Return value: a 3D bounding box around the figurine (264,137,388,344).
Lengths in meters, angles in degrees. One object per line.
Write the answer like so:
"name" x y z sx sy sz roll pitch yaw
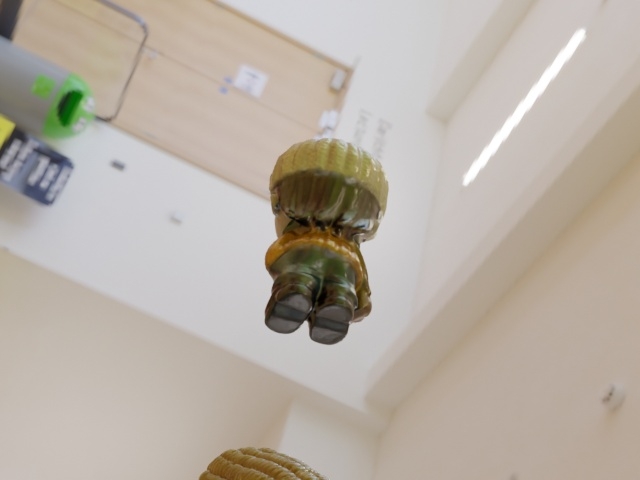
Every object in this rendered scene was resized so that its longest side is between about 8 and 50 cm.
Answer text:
"figurine" 0.010 -0.018 1.408 0.332 0.185 0.204 -90 -160 -62

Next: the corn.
"corn" -0.047 0.264 0.966 0.322 0.119 0.119 -18 -134 65
